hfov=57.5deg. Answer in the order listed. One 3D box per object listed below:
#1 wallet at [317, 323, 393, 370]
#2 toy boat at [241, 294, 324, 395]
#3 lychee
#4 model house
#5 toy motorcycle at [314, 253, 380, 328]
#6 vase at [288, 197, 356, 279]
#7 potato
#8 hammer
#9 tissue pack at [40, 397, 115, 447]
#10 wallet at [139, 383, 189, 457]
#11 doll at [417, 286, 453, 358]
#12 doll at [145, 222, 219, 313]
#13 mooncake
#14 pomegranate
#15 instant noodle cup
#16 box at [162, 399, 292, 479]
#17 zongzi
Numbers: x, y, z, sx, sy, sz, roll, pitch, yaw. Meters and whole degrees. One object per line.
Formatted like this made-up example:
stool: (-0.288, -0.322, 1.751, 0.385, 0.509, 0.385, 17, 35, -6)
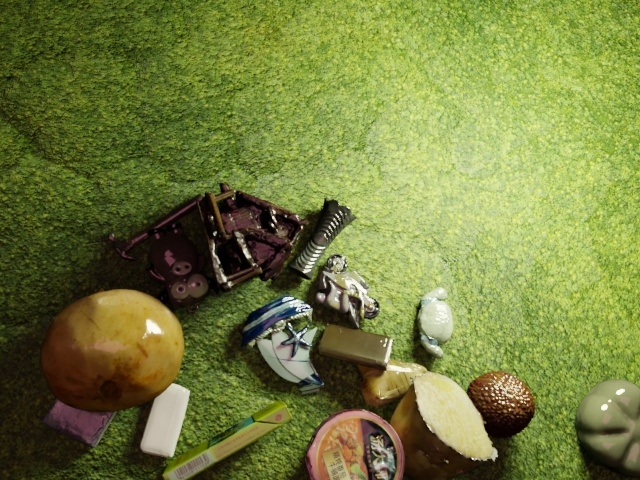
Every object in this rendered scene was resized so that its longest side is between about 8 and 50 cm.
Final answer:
wallet: (0.100, 0.298, 1.637, 0.198, 0.031, 0.110, 11, 44, 14)
toy boat: (-0.076, 0.284, 1.651, 0.292, 0.070, 0.210, 39, 78, -1)
lychee: (0.503, 0.457, 1.627, 0.195, 0.194, 0.194, 2, 75, -7)
model house: (-0.177, -0.034, 1.603, 0.283, 0.317, 0.297, -14, 94, -11)
toy motorcycle: (0.061, 0.155, 1.696, 0.152, 0.073, 0.225, -33, 79, -16)
vase: (0.000, 0.000, 1.718, 0.115, 0.115, 0.237, 31, 78, 1)
potato: (0.280, 0.525, 1.528, 0.289, 0.300, 0.237, 29, 114, -21)
hammer: (-0.465, -0.048, 1.701, 0.297, 0.027, 0.125, -36, 82, -15)
tissue pack: (-0.632, 0.459, 1.532, 0.156, 0.051, 0.112, 26, 71, 0)
wallet: (-0.416, 0.478, 1.566, 0.095, 0.033, 0.189, 13, 75, -6)
doll: (0.337, 0.238, 1.713, 0.104, 0.071, 0.214, 8, 71, -7)
doll: (-0.392, 0.080, 1.629, 0.182, 0.117, 0.257, -16, 74, -27)
mooncake: (0.878, 0.539, 1.681, 0.275, 0.135, 0.274, 1, 79, -5)
pomegranate: (-0.521, 0.262, 1.477, 0.338, 0.338, 0.338, 2, 75, -7)
instant noodle cup: (0.070, 0.550, 1.499, 0.244, 0.255, 0.243, 2, 75, -6)
box: (-0.235, 0.517, 1.501, 0.335, 0.187, 0.047, -26, 83, -13)
zongzi: (0.193, 0.358, 1.660, 0.195, 0.099, 0.197, -9, 57, -19)
